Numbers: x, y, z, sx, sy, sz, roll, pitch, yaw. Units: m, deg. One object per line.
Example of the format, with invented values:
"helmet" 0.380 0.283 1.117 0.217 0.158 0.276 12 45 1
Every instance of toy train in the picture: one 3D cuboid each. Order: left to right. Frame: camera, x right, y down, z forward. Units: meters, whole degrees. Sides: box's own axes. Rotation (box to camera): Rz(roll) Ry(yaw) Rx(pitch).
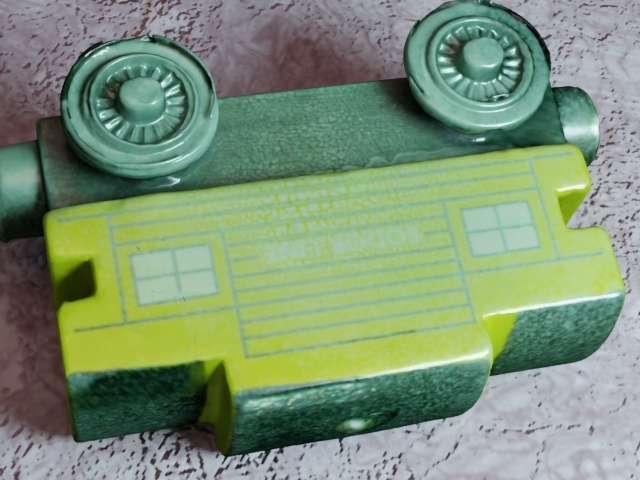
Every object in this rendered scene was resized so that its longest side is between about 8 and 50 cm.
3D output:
"toy train" 0.000 0.000 0.945 0.442 0.179 0.272 -8 67 -12
